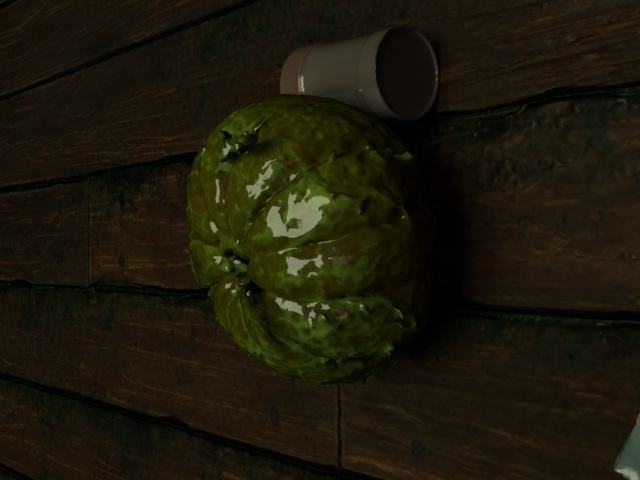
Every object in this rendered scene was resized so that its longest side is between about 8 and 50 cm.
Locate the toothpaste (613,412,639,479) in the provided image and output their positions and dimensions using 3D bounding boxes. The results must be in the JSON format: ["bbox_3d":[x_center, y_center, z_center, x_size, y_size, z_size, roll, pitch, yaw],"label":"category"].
[{"bbox_3d":[0.278,0.099,0.436,0.081,0.336,0.067,37,113,44],"label":"toothpaste"}]

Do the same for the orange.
[{"bbox_3d":[0.000,0.000,0.847,0.300,0.223,0.301,-33,78,61],"label":"orange"}]

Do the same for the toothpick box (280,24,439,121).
[{"bbox_3d":[0.040,-0.170,0.897,0.149,0.098,0.098,2,92,49],"label":"toothpick box"}]
